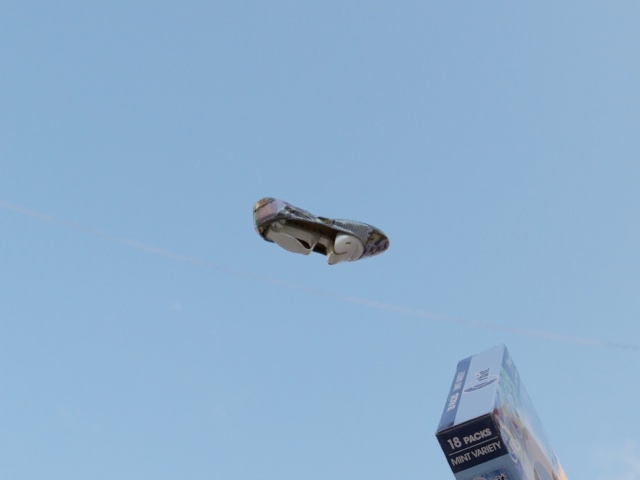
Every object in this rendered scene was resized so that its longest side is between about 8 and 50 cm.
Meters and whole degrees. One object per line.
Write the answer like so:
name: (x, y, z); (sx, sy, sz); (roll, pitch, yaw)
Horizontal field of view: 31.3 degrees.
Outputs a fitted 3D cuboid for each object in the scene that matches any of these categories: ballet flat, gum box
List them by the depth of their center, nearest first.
gum box: (0.138, 0.176, 0.750); (0.041, 0.157, 0.184); (-25, -86, 16)
ballet flat: (0.000, 0.000, 0.896); (0.114, 0.041, 0.041); (16, -56, -13)
